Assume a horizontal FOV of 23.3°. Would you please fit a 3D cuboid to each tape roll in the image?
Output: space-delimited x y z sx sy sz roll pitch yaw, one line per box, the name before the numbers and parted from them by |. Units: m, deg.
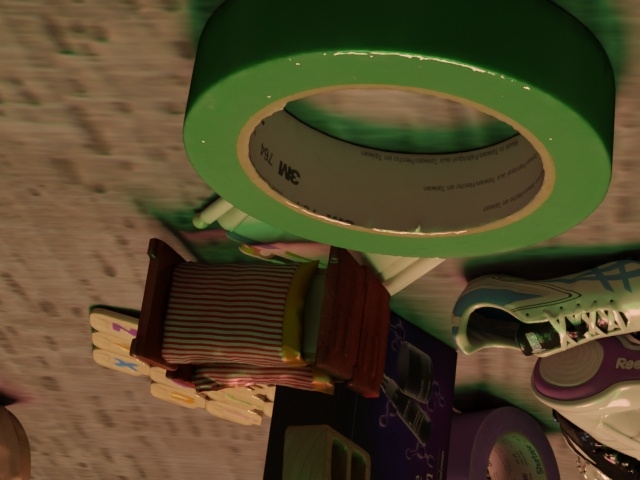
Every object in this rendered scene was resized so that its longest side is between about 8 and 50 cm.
tape roll | 0.059 -0.087 1.172 0.321 0.077 0.321 6 156 3
tape roll | 0.198 0.291 1.807 0.080 0.189 0.189 -14 148 40

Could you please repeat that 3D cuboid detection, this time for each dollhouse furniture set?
dollhouse furniture set | -0.063 0.195 1.422 0.201 0.374 0.152 -2 160 22

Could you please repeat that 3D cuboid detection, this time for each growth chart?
growth chart | 0.000 0.000 1.439 0.237 0.021 0.172 22 152 -28

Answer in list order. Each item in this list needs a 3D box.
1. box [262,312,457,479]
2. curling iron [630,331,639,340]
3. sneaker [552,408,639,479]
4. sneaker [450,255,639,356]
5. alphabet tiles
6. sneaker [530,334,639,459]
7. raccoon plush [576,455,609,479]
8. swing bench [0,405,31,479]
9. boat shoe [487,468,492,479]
box | 0.041 0.210 1.592 0.103 0.261 0.184 -15 147 40
curling iron | 0.366 0.045 1.411 0.068 0.035 0.274 21 154 -12
sneaker | 0.332 0.230 1.667 0.217 0.079 0.121 32 169 37
sneaker | 0.233 0.070 1.436 0.237 0.086 0.085 -7 133 30
alphabet tiles | -0.124 0.143 1.757 0.278 0.021 0.284 17 155 2
sneaker | 0.353 0.155 1.470 0.305 0.114 0.152 8 152 47
raccoon plush | 0.377 0.383 2.002 0.299 0.216 0.446 -17 117 42
swing bench | -0.535 0.244 1.957 0.254 0.165 0.253 -15 147 30
boat shoe | 0.125 0.248 1.885 0.099 0.116 0.319 -48 125 6
